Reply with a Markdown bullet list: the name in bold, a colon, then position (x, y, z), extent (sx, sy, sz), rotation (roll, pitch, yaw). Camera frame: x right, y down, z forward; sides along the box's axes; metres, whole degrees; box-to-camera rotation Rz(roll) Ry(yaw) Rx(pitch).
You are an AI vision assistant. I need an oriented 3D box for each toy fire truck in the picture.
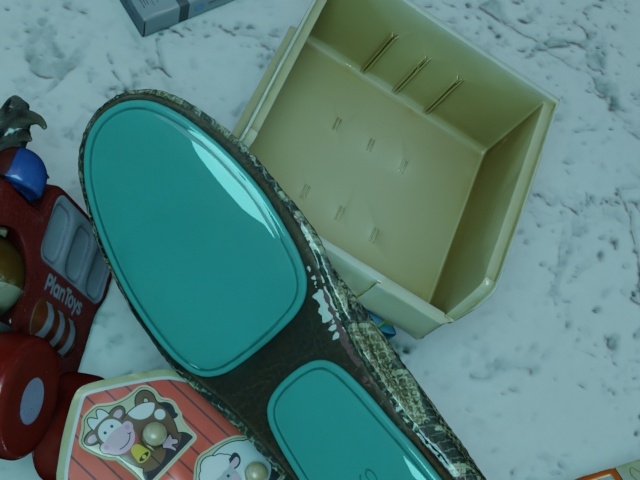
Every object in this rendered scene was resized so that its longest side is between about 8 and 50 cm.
- **toy fire truck**: position (-0.273, 0.061, 0.944), extent (0.169, 0.302, 0.253), rotation (7, 70, 14)

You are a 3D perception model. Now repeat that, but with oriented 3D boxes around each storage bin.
- **storage bin**: position (0.058, -0.085, 1.042), extent (0.262, 0.123, 0.260), rotation (32, 56, -11)

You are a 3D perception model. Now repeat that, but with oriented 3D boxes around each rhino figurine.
- **rhino figurine**: position (-0.334, -0.068, 1.030), extent (0.073, 0.243, 0.106), rotation (5, 70, -55)

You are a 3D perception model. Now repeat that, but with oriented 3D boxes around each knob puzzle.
- **knob puzzle**: position (-0.123, 0.183, 0.879), extent (0.213, 0.030, 0.213), rotation (6, 64, -13)

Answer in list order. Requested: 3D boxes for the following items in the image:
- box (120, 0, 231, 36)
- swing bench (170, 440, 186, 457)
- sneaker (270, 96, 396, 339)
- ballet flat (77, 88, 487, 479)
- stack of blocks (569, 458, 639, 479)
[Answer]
- **box**: position (-0.154, -0.329, 1.253), extent (0.186, 0.038, 0.145), rotation (-26, 77, -21)
- **swing bench**: position (-0.066, 0.344, 0.940), extent (0.253, 0.165, 0.254), rotation (22, 66, -4)
- **sneaker**: position (0.000, 0.000, 1.122), extent (0.208, 0.127, 0.319), rotation (29, 59, -13)
- **ballet flat**: position (-0.020, 0.089, 0.906), extent (0.164, 0.182, 0.482), rotation (-39, 83, 11)
- **stack of blocks**: position (0.251, 0.316, 1.017), extent (0.297, 0.087, 0.171), rotation (-16, 39, -6)
